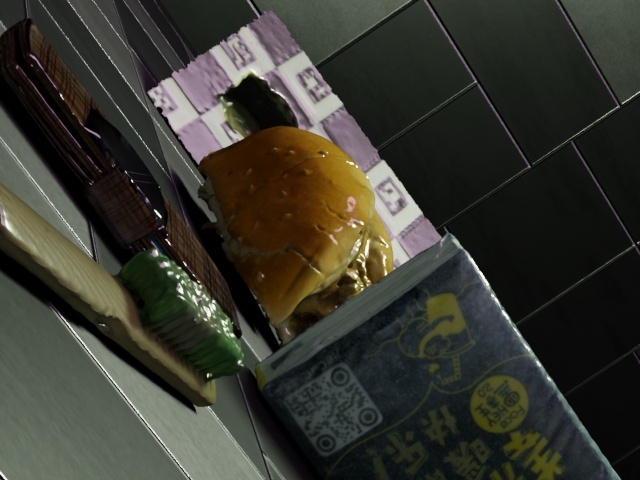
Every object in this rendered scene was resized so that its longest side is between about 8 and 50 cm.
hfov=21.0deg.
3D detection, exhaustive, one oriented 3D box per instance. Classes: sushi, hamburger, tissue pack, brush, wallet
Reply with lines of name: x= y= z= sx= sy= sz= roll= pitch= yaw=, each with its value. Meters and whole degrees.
sushi: x=-0.052 y=-0.059 z=2.080 sx=0.373 sy=0.100 sz=0.296 roll=53 pitch=40 yaw=-5
hamburger: x=-0.023 y=-0.020 z=1.598 sx=0.144 sy=0.156 sz=0.283 roll=53 pitch=6 yaw=-39
tissue pack: x=0.096 y=0.152 z=1.301 sx=0.257 sy=0.185 sz=0.081 roll=55 pitch=2 yaw=-16
brush: x=-0.102 y=0.022 z=0.872 sx=0.054 sy=0.048 sz=0.282 roll=54 pitch=3 yaw=27
wallet: x=-0.129 y=-0.036 z=1.109 sx=0.230 sy=0.042 sz=0.124 roll=57 pitch=0 yaw=-20
